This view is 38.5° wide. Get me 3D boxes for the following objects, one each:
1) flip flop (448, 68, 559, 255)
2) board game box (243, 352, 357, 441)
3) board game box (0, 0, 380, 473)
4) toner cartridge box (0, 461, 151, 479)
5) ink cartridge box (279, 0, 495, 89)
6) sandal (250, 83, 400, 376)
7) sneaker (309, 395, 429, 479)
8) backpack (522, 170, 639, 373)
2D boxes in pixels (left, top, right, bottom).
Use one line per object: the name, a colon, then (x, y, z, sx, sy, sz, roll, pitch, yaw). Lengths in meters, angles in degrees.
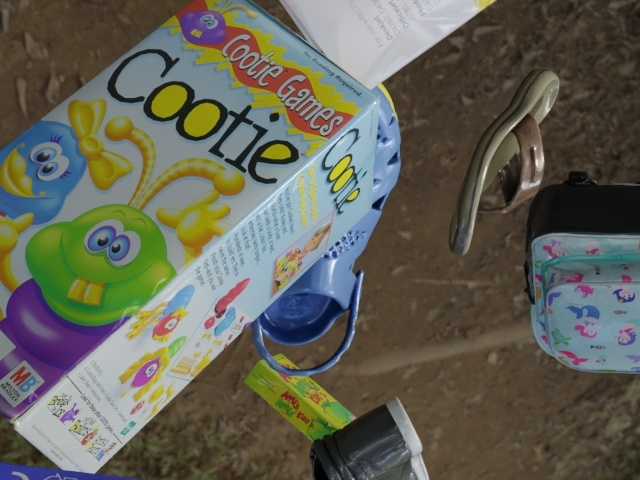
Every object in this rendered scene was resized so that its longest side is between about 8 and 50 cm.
flip flop: (0.227, -0.093, 1.063, 0.277, 0.080, 0.112, -52, 163, -32)
board game box: (-0.023, 0.252, 1.408, 0.043, 0.181, 0.092, -55, 164, 13)
board game box: (-0.108, -0.007, 0.582, 0.275, 0.142, 0.144, -43, 160, -19)
toner cartridge box: (-0.057, 0.192, 0.380, 0.347, 0.075, 0.165, 8, 102, -7)
ink cartridge box: (0.060, -0.277, 0.621, 0.270, 0.198, 0.197, -35, 124, 10)
sandal: (0.000, 0.000, 0.788, 0.126, 0.138, 0.318, 4, 130, -4)
sneaker: (0.064, 0.306, 1.255, 0.146, 0.105, 0.296, -25, 152, -3)
backpack: (0.373, 0.062, 1.168, 0.225, 0.191, 0.254, 1, 140, 11)
